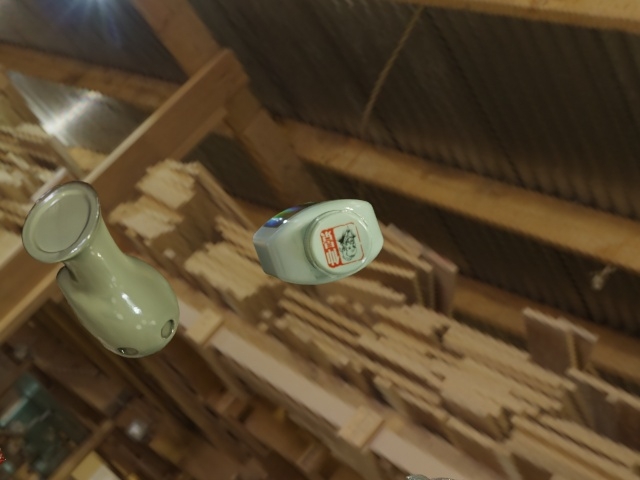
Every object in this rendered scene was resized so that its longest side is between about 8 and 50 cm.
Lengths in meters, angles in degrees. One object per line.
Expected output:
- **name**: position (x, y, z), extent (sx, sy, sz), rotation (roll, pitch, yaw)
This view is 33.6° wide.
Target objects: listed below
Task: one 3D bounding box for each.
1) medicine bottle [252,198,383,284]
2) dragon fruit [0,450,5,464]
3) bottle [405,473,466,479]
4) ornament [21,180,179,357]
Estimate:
- **medicine bottle**: position (0.000, 0.000, 1.139), extent (0.229, 0.121, 0.083), rotation (-178, -111, -80)
- **dragon fruit**: position (-0.395, 0.197, 1.169), extent (0.131, 0.063, 0.097), rotation (41, 0, -7)
- **bottle**: position (0.112, 0.253, 0.847), extent (0.099, 0.099, 0.152), rotation (15, -50, 53)
- **ornament**: position (-0.165, 0.032, 0.811), extent (0.081, 0.075, 0.156), rotation (-11, -39, 13)
